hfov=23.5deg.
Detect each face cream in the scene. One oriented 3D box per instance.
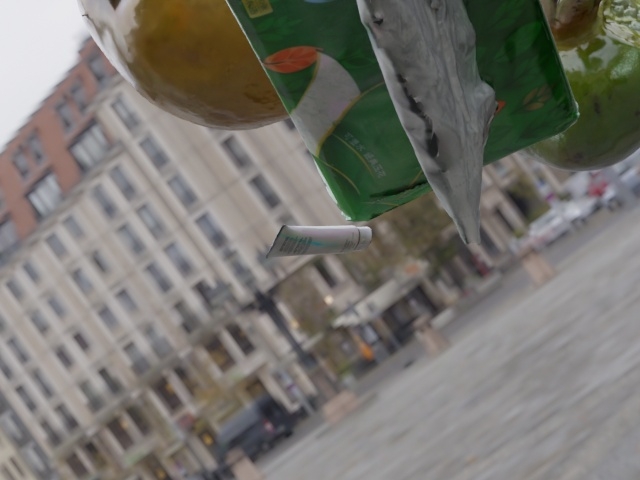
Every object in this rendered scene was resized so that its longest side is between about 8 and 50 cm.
[{"bbox_3d":[0.000,0.000,1.371,0.115,0.020,0.038,-3,-48,-44],"label":"face cream"}]

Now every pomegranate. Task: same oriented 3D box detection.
[{"bbox_3d":[0.271,-0.208,1.654,0.236,0.236,0.302,-36,-30,-1],"label":"pomegranate"}]

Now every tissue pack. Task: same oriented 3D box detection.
[{"bbox_3d":[0.038,-0.114,0.795,0.148,0.209,0.156,-26,40,3],"label":"tissue pack"}]

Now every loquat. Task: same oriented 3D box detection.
[{"bbox_3d":[-0.076,-0.236,1.394,0.275,0.275,0.275,-36,-4,-3],"label":"loquat"}]
